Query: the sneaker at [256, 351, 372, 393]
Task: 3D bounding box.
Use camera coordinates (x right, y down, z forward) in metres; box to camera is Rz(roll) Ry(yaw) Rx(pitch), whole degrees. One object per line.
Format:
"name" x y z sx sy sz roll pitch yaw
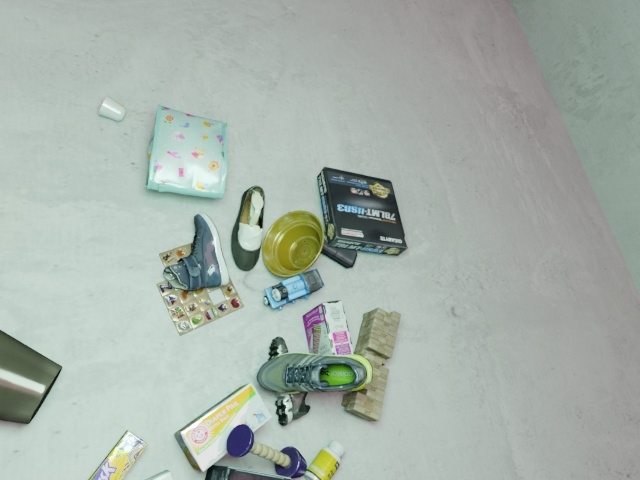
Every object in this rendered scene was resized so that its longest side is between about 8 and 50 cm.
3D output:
"sneaker" -0.022 0.333 1.114 0.300 0.121 0.111 -8 74 10

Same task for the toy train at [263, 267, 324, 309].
"toy train" -0.082 0.146 1.318 0.184 0.105 0.080 -17 76 -32

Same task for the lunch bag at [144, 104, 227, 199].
"lunch bag" -0.394 -0.240 1.307 0.223 0.160 0.262 8 58 -25

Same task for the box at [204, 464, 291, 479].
"box" -0.178 0.584 1.004 0.153 0.207 0.108 21 59 -19

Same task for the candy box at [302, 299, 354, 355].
"candy box" 0.026 0.306 1.266 0.071 0.159 0.233 -4 69 -26

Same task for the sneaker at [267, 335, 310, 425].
"sneaker" -0.082 0.384 1.229 0.106 0.078 0.234 -2 72 -31

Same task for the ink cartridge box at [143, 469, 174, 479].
"ink cartridge box" -0.361 0.648 0.958 0.134 0.078 0.231 -14 74 -31

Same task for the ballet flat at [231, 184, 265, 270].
"ballet flat" -0.217 -0.049 1.345 0.095 0.096 0.280 11 63 -23

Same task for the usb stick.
"usb stick" 0.000 0.000 1.464 0.278 0.045 0.077 32 58 -11

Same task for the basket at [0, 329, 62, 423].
"basket" -0.689 0.281 0.923 0.227 0.154 0.204 28 55 -17

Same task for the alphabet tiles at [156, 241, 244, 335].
"alphabet tiles" -0.354 0.122 1.249 0.198 0.009 0.237 -22 78 -33

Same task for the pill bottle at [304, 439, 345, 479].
"pill bottle" 0.014 0.600 1.181 0.065 0.065 0.116 47 55 -1

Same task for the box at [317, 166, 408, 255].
"box" 0.146 -0.102 1.547 0.295 0.073 0.293 8 56 -27

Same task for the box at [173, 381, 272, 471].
"box" -0.240 0.457 1.087 0.203 0.114 0.103 -29 82 -33

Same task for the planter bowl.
"planter bowl" -0.067 0.023 1.365 0.090 0.217 0.217 41 44 -54

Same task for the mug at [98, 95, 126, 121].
"mug" -0.619 -0.397 1.324 0.064 0.062 0.078 26 64 -24

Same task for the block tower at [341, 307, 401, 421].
"block tower" 0.156 0.367 1.346 0.097 0.091 0.335 29 57 -13

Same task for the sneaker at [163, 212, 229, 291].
"sneaker" -0.363 0.032 1.228 0.163 0.086 0.226 -11 74 -33

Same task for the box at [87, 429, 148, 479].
"box" -0.467 0.516 0.981 0.059 0.054 0.169 39 56 -6

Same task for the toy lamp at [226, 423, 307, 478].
"toy lamp" -0.120 0.522 1.072 0.274 0.080 0.080 51 47 -40
